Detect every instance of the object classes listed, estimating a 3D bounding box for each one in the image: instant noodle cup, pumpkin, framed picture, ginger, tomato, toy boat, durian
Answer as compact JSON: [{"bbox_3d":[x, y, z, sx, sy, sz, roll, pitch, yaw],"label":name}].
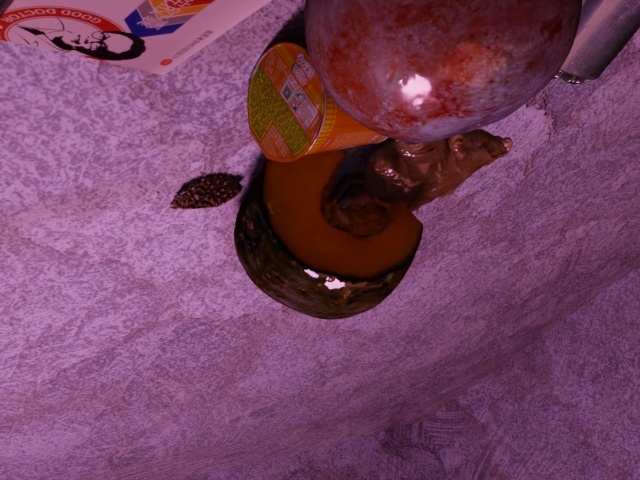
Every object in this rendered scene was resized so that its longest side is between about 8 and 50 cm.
[{"bbox_3d":[0.015,-0.195,1.000,0.185,0.168,0.168,-8,149,-42],"label":"instant noodle cup"},{"bbox_3d":[0.000,0.000,1.198,0.256,0.303,0.225,-38,166,-26],"label":"pumpkin"},{"bbox_3d":[0.065,-0.050,1.426,0.184,0.016,0.250,-1,145,-36],"label":"framed picture"},{"bbox_3d":[0.204,-0.147,1.252,0.270,0.123,0.219,-31,148,5],"label":"ginger"},{"bbox_3d":[0.137,-0.265,0.813,0.317,0.282,0.316,-17,-178,1],"label":"tomato"},{"bbox_3d":[0.467,-0.387,1.079,0.141,0.092,0.319,1,137,-38],"label":"toy boat"},{"bbox_3d":[-0.194,-0.080,1.162,0.130,0.052,0.066,-17,-170,-6],"label":"durian"}]

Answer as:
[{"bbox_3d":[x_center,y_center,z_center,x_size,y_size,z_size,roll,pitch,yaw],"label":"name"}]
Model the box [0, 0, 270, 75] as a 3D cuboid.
[{"bbox_3d":[-0.162,-0.264,0.667,0.214,0.069,0.353,3,170,-42],"label":"box"}]
